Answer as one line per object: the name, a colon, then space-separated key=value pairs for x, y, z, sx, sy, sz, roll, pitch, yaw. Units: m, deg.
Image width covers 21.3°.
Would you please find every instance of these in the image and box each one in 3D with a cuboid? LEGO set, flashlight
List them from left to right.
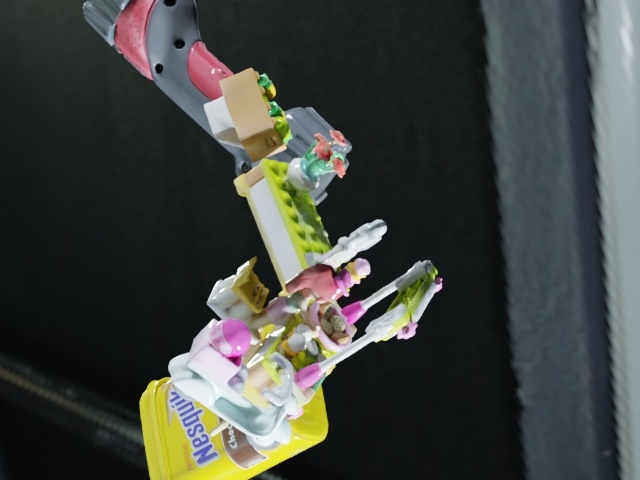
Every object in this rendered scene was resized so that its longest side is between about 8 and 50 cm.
flashlight: x=-0.098 y=-0.159 z=1.667 sx=0.304 sy=0.103 sz=0.103 roll=41 pitch=-33 yaw=19
LEGO set: x=0.000 y=0.000 z=1.002 sx=0.107 sy=0.132 sz=0.287 roll=-34 pitch=-149 yaw=29

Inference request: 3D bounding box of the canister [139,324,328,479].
canister: x=-0.080 y=0.160 z=1.564 sx=0.170 sy=0.073 sz=0.126 roll=-31 pitch=-123 yaw=33
